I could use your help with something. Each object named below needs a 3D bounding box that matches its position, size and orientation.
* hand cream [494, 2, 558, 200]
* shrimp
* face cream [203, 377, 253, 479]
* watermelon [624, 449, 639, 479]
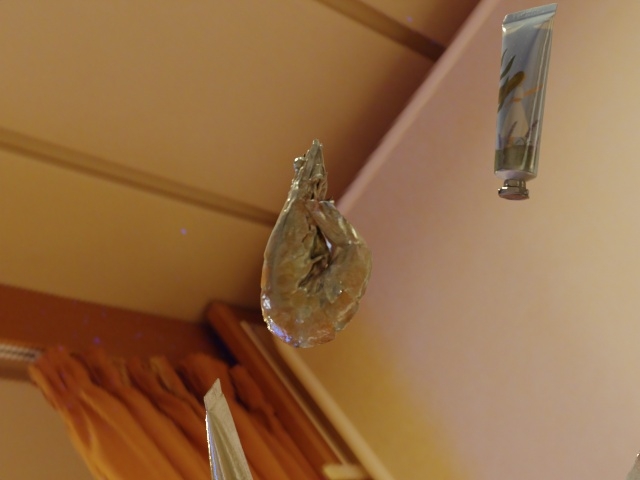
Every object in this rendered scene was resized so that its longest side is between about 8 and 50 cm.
[{"bbox_3d":[0.274,-0.190,1.558,0.058,0.091,0.272,15,-103,-39],"label":"hand cream"},{"bbox_3d":[0.000,0.000,1.626,0.062,0.164,0.317,48,-134,-64],"label":"shrimp"},{"bbox_3d":[-0.131,0.391,1.763,0.084,0.137,0.341,-12,-86,5],"label":"face cream"},{"bbox_3d":[0.497,0.201,1.267,0.256,0.260,0.176,-39,-56,-46],"label":"watermelon"}]
